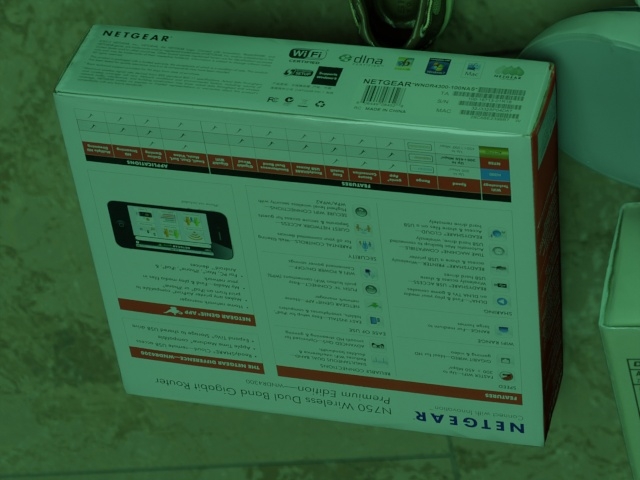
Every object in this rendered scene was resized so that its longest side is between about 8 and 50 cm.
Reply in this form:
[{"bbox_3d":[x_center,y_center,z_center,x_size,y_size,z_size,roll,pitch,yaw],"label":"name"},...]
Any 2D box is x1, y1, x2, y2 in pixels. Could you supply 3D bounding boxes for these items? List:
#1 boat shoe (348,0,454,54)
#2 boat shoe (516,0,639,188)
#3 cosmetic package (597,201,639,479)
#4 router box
[{"bbox_3d":[0.046,-0.244,1.333,0.095,0.095,0.257,-3,114,19],"label":"boat shoe"},{"bbox_3d":[0.299,-0.127,1.293,0.367,0.156,0.136,0,124,50],"label":"boat shoe"},{"bbox_3d":[0.293,0.119,1.368,0.153,0.129,0.296,-2,131,18],"label":"cosmetic package"},{"bbox_3d":[0.000,0.000,1.428,0.335,0.082,0.301,6,134,15],"label":"router box"}]
